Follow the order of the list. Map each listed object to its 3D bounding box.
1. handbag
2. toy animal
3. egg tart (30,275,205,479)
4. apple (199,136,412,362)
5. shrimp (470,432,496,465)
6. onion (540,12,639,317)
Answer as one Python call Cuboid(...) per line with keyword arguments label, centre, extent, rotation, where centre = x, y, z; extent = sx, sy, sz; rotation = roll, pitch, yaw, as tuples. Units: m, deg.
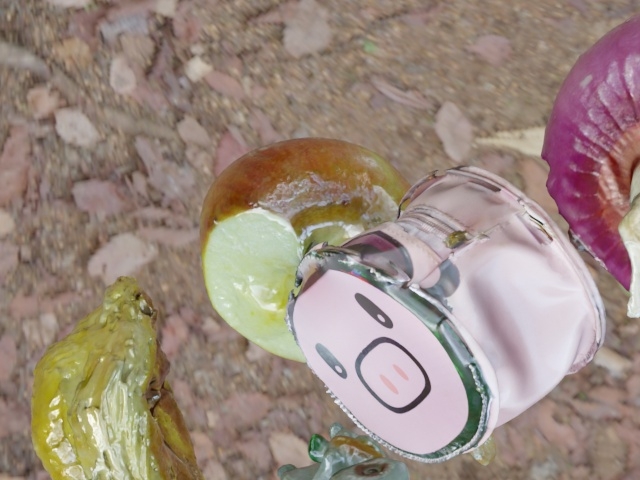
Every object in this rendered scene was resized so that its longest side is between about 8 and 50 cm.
Cuboid(label="handbag", centre=(0.080, 0.051, 0.998), extent=(0.116, 0.205, 0.179), rotation=(-40, 83, -25))
Cuboid(label="toy animal", centre=(0.044, 0.271, 1.558), extent=(0.127, 0.251, 0.125), rotation=(20, 91, -16))
Cuboid(label="egg tart", centre=(-0.221, 0.216, 1.684), extent=(0.153, 0.351, 0.339), rotation=(-15, 123, 3))
Cuboid(label="apple", centre=(0.000, 0.000, 1.201), extent=(0.195, 0.173, 0.160), rotation=(29, 63, -4))
Cuboid(label="shrimp", centre=(0.182, 0.218, 1.954), extent=(0.045, 0.162, 0.095), rotation=(-36, 152, 32))
Cuboid(label="onion", centre=(0.235, -0.046, 0.839), extent=(0.201, 0.207, 0.200), rotation=(-8, 125, -11))
